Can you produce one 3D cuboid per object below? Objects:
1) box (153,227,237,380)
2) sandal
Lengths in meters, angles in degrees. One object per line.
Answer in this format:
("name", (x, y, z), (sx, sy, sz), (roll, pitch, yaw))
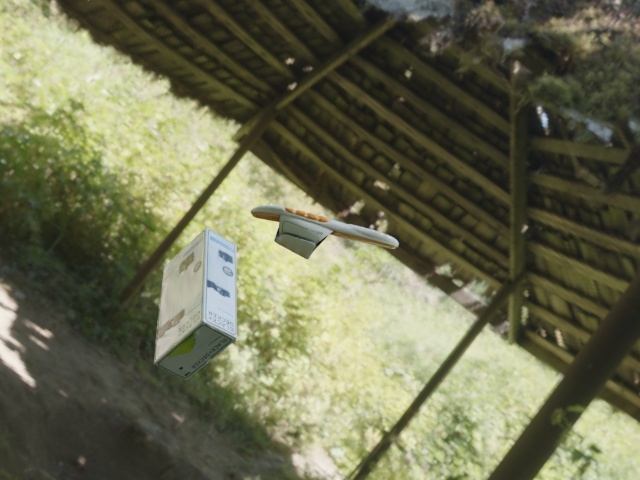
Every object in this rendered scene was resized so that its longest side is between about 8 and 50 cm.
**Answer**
("box", (-0.262, 0.130, 1.648), (0.087, 0.169, 0.290), (34, 31, -31))
("sandal", (0.000, -0.001, 1.344), (0.265, 0.076, 0.102), (14, -5, 4))
